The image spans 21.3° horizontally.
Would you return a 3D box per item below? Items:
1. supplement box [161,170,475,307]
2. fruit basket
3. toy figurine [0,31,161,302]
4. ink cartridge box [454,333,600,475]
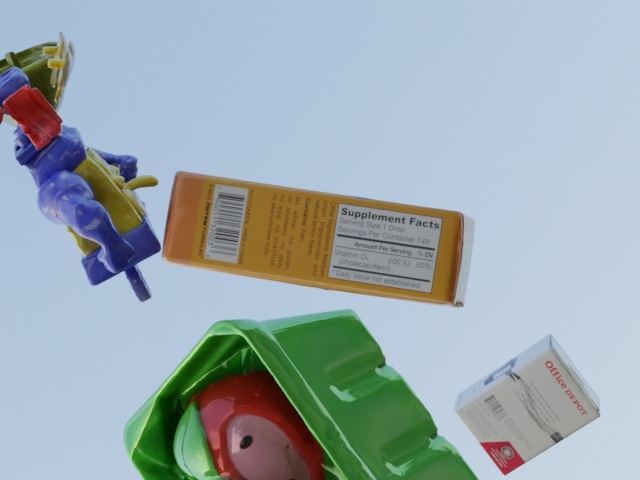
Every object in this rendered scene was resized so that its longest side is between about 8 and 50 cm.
[{"bbox_3d":[0.000,0.000,1.327,0.078,0.233,0.080,15,-94,-78],"label":"supplement box"},{"bbox_3d":[-0.053,0.280,1.483,0.392,0.392,0.283,-24,-17,-43],"label":"fruit basket"},{"bbox_3d":[-0.224,-0.030,1.394,0.191,0.362,0.217,-38,-74,-3],"label":"toy figurine"},{"bbox_3d":[0.260,0.205,2.129,0.150,0.109,0.063,-35,7,16],"label":"ink cartridge box"}]
